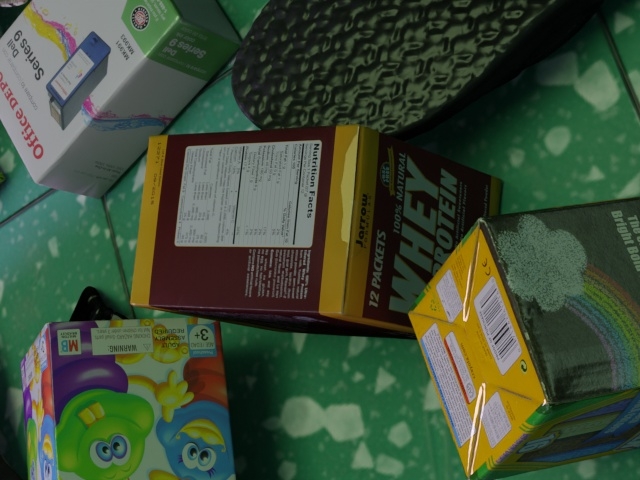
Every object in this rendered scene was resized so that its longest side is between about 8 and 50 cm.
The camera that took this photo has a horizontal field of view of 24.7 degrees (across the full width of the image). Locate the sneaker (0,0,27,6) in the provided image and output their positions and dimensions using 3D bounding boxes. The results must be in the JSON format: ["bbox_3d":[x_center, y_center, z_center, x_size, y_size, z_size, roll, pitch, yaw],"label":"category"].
[{"bbox_3d":[-0.195,-0.366,1.306,0.410,0.158,0.182,-51,37,26],"label":"sneaker"}]

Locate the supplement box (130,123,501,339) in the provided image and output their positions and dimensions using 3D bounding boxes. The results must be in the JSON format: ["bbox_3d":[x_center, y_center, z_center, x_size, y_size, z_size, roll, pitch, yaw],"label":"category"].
[{"bbox_3d":[0.000,0.000,1.084,0.194,0.191,0.129,1,81,37],"label":"supplement box"}]

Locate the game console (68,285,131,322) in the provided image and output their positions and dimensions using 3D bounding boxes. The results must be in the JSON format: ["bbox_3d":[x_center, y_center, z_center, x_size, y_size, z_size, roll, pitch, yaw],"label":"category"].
[{"bbox_3d":[-0.196,0.119,1.318,0.122,0.071,0.107,-65,23,7],"label":"game console"}]

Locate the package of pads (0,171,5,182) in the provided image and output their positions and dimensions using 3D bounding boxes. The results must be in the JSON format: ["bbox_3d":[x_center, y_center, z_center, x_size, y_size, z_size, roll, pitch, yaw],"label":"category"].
[{"bbox_3d":[-0.478,-0.082,1.508,0.229,0.101,0.296,-50,56,17],"label":"package of pads"}]

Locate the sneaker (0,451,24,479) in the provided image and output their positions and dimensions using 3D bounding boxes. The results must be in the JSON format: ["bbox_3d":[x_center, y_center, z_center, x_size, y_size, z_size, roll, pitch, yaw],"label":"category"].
[{"bbox_3d":[-0.347,0.256,1.345,0.147,0.145,0.385,-47,52,44],"label":"sneaker"}]

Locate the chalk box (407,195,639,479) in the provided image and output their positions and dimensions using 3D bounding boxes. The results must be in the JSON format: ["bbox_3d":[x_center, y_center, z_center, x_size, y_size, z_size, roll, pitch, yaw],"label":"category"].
[{"bbox_3d":[0.189,0.059,0.951,0.132,0.213,0.132,122,136,-54],"label":"chalk box"}]

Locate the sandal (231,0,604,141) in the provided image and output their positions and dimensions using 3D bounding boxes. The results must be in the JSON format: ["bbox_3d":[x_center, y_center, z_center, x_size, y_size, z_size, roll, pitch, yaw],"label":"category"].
[{"bbox_3d":[0.141,-0.188,1.090,0.445,0.107,0.168,-28,64,15],"label":"sandal"}]

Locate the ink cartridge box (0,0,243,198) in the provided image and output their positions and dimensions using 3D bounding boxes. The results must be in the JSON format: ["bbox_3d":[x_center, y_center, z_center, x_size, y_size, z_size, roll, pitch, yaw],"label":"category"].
[{"bbox_3d":[-0.196,-0.166,1.325,0.212,0.093,0.154,-45,59,23],"label":"ink cartridge box"}]

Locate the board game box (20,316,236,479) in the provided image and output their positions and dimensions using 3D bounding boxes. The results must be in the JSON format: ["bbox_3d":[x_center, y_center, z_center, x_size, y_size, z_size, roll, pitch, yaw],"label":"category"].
[{"bbox_3d":[-0.150,0.212,1.152,0.144,0.142,0.275,136,129,-63],"label":"board game box"}]
